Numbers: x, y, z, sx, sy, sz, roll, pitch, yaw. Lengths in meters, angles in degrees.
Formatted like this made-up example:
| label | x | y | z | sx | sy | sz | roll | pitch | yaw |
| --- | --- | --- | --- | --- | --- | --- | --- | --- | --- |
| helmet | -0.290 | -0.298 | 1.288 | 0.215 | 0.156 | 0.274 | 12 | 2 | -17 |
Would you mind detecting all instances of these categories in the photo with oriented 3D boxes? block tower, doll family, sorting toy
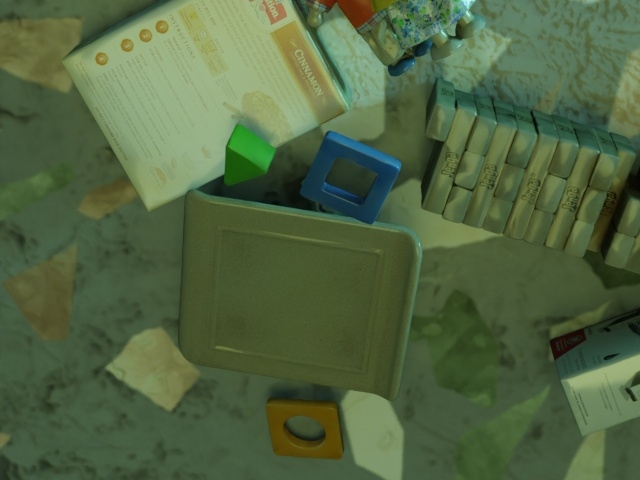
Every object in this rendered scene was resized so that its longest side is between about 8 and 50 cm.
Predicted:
| label | x | y | z | sx | sy | sz | roll | pitch | yaw |
| --- | --- | --- | --- | --- | --- | --- | --- | --- | --- |
| block tower | 0.239 | -0.032 | 1.303 | 0.335 | 0.091 | 0.097 | 18 | 107 | -3 |
| doll family | 0.093 | -0.247 | 1.207 | 0.263 | 0.118 | 0.163 | -41 | 107 | 2 |
| sorting toy | -0.019 | 0.041 | 1.333 | 0.196 | 0.047 | 0.347 | 12 | 129 | 6 |

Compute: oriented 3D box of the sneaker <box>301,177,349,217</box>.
| label | x | y | z | sx | sy | sz | roll | pitch | yaw |
| --- | --- | --- | --- | --- | --- | --- | --- | --- | --- |
| sneaker | 0.000 | 0.000 | 1.351 | 0.069 | 0.038 | 0.098 | -38 | 102 | 12 |

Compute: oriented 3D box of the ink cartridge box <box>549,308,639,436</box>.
| label | x | y | z | sx | sy | sz | roll | pitch | yaw |
| --- | --- | --- | --- | --- | --- | --- | --- | --- | --- |
| ink cartridge box | 0.266 | 0.099 | 1.340 | 0.135 | 0.099 | 0.056 | -21 | 105 | 8 |

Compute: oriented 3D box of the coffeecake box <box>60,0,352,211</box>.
| label | x | y | z | sx | sy | sz | roll | pitch | yaw |
| --- | --- | --- | --- | --- | --- | --- | --- | --- | --- |
| coffeecake box | -0.089 | -0.131 | 1.297 | 0.185 | 0.068 | 0.142 | -26 | 105 | 10 |
